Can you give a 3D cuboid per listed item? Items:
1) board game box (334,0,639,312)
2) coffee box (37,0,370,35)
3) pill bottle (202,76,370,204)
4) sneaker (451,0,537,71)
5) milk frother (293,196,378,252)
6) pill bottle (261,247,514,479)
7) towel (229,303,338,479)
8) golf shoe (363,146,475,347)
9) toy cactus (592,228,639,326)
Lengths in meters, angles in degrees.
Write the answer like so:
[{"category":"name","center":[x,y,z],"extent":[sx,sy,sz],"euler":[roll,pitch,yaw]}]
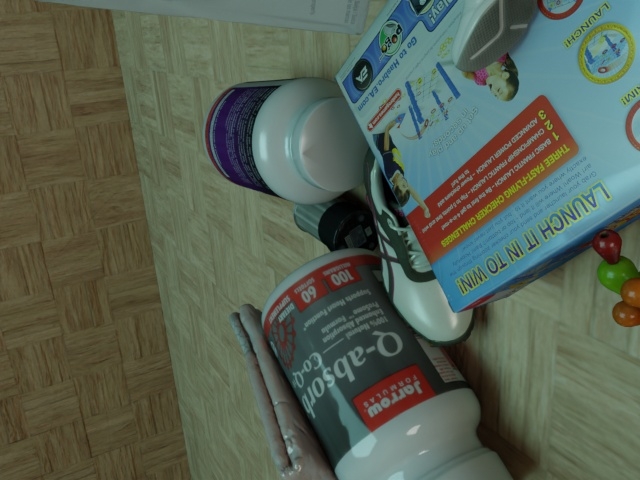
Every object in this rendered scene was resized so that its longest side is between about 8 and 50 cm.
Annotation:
[{"category":"board game box","center":[0.174,-0.135,0.550],"extent":[0.308,0.086,0.301],"euler":[-46,62,49]},{"category":"coffee box","center":[-0.102,-0.441,0.540],"extent":[0.337,0.339,0.334],"euler":[105,167,-64]},{"category":"pill bottle","center":[-0.050,-0.154,0.928],"extent":[0.323,0.182,0.181],"euler":[23,123,59]},{"category":"sneaker","center":[0.139,-0.206,0.468],"extent":[0.061,0.054,0.152],"euler":[49,127,43]},{"category":"milk frother","center":[0.000,0.000,0.953],"extent":[0.135,0.143,0.129],"euler":[35,137,53]},{"category":"pill bottle","center":[0.082,0.204,0.819],"extent":[0.362,0.210,0.210],"euler":[58,149,31]},{"category":"towel","center":[-0.005,0.284,0.948],"extent":[0.332,0.053,0.317],"euler":[47,-171,-42]},{"category":"golf shoe","center":[0.109,0.001,0.735],"extent":[0.120,0.105,0.272],"euler":[23,-133,-78]},{"category":"toy cactus","center":[0.308,0.079,0.450],"extent":[0.219,0.112,0.180],"euler":[21,147,37]}]
